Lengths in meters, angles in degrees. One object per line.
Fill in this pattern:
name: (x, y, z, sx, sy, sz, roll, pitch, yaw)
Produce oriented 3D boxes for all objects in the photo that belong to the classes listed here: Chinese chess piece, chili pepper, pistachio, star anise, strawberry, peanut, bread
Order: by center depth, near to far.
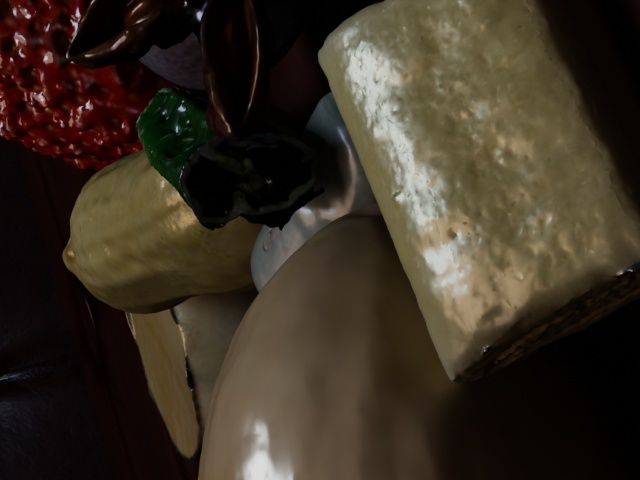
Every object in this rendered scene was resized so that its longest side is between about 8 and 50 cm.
bread: (0.079, -0.042, 0.853, 0.060, 0.139, 0.178, 9, -127, -55)
pistachio: (0.053, 0.140, 0.938, 0.230, 0.230, 0.308, 98, 167, -58)
star anise: (-0.051, -0.174, 1.104, 0.190, 0.220, 0.126, 37, -171, 10)
chili pepper: (-0.071, -0.064, 1.228, 0.227, 0.088, 0.059, -136, 48, -67)
peanut: (-0.090, -0.016, 1.429, 0.319, 0.148, 0.147, -27, 79, 59)
strawberry: (-0.188, -0.153, 1.538, 0.261, 0.261, 0.257, 166, 96, -76)
Chinese chess piece: (-0.101, 0.068, 1.690, 0.257, 0.104, 0.257, 164, 90, -76)

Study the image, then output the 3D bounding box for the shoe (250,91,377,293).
shoe: (0.000, 0.000, 1.239, 0.251, 0.100, 0.103, 90, 160, -54)

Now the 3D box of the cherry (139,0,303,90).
cherry: (-0.072, -0.176, 1.251, 0.176, 0.140, 0.176, -19, -90, -77)
